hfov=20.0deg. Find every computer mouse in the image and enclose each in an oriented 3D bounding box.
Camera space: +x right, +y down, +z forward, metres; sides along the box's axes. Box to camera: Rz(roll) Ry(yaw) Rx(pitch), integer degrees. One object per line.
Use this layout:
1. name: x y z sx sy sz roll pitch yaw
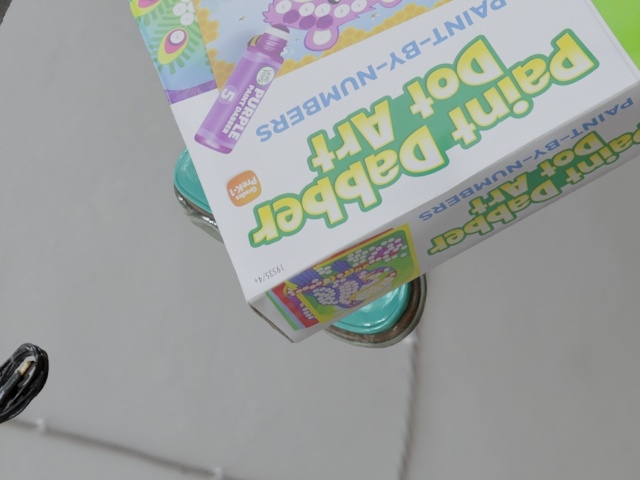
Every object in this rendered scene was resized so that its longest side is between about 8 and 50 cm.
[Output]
1. computer mouse: -0.288 0.177 1.407 0.041 0.071 0.242 27 -80 -39

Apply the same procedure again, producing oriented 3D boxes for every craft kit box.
1. craft kit box: 0.045 -0.123 0.723 0.247 0.250 0.061 65 -169 28

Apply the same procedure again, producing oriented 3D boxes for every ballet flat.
1. ballet flat: 0.000 0.000 0.974 0.068 0.213 0.072 34 -88 -46

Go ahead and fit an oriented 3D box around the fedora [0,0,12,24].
1. fedora: -0.325 -0.186 1.237 0.334 0.334 0.152 15 -86 -39
